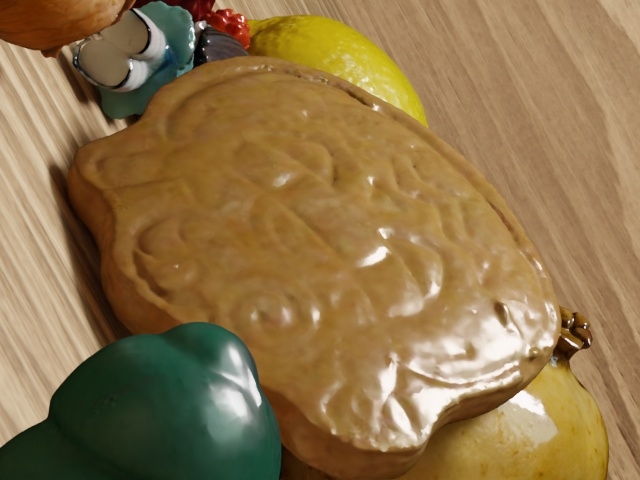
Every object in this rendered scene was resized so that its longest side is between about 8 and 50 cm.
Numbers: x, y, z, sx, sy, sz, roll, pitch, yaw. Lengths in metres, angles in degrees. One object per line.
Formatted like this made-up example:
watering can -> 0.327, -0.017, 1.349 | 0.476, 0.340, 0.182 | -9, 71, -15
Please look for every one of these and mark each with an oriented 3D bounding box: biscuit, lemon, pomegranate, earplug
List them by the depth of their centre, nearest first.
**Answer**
earplug -> -0.076, 0.186, 0.969 | 0.257, 0.280, 0.164 | 19, 5, -19
biscuit -> 0.001, -0.002, 1.400 | 0.385, 0.062, 0.365 | 41, 45, 18
pomegranate -> 0.104, 0.190, 1.519 | 0.307, 0.307, 0.307 | 58, 12, -19
lemon -> -0.004, -0.103, 1.833 | 0.236, 0.236, 0.263 | 6, 78, -77

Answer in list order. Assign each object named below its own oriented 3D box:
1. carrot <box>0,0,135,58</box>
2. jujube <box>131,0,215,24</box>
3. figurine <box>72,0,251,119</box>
carrot -> -0.224, -0.224, 1.274 | 0.196, 0.196, 0.254 | 66, 7, 21
jujube -> -0.172, -0.274, 1.712 | 0.230, 0.155, 0.155 | 59, 6, -74
figurine -> -0.135, -0.164, 1.642 | 0.110, 0.138, 0.245 | 34, 6, 16
